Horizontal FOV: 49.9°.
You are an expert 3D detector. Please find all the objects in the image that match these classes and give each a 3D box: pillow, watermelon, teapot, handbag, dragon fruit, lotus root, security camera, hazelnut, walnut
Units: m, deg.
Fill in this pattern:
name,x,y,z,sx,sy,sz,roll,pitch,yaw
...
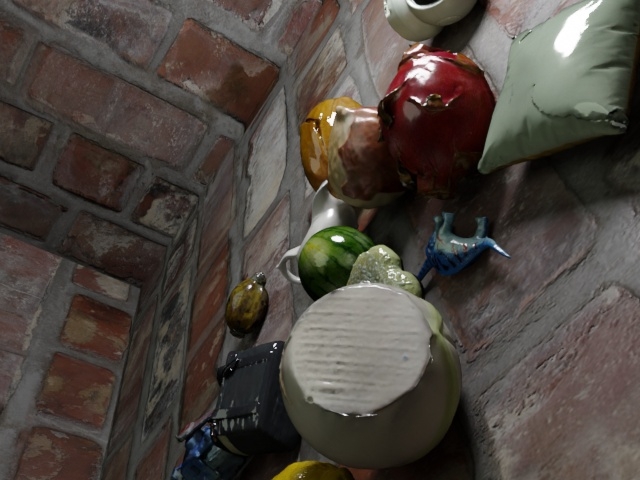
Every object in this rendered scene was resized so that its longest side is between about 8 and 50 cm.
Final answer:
name,x,y,z,sx,sy,sz,roll,pitch,yaw
pillow,0.401,-0.268,1.139,0.312,0.119,0.310,-18,46,61
watermelon,0.055,0.068,1.493,0.188,0.214,0.188,-52,-11,-14
teapot,0.000,0.000,1.683,0.298,0.139,0.204,-63,2,27
handbag,-0.136,0.364,1.569,0.181,0.181,0.254,-17,49,35
dragon fruit,0.228,-0.242,1.351,0.315,0.250,0.250,-62,21,-14
lotus root,-0.216,0.188,2.036,0.120,0.120,0.210,13,80,68
security camera,0.289,-0.615,1.692,0.236,0.194,0.195,-11,56,57
hazelnut,0.117,-0.213,1.565,0.261,0.241,0.261,-44,26,28
walnut,0.043,-0.233,1.815,0.209,0.209,0.336,-43,37,42

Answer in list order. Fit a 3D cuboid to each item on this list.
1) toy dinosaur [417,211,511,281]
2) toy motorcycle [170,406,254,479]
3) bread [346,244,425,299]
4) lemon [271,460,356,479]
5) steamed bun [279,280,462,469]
name,x,y,z,sx,sy,sz,roll,pitch,yaw
toy dinosaur,0.240,0.009,1.266,0.329,0.076,0.144,-31,46,58
toy motorcycle,-0.245,0.524,1.733,0.319,0.241,0.182,-44,70,37
bread,0.112,0.156,1.330,0.207,0.056,0.287,19,96,49
lemon,-0.025,0.489,1.170,0.260,0.204,0.204,-56,23,19
steamed bun,0.089,0.237,1.134,0.309,0.309,0.309,-48,27,35
